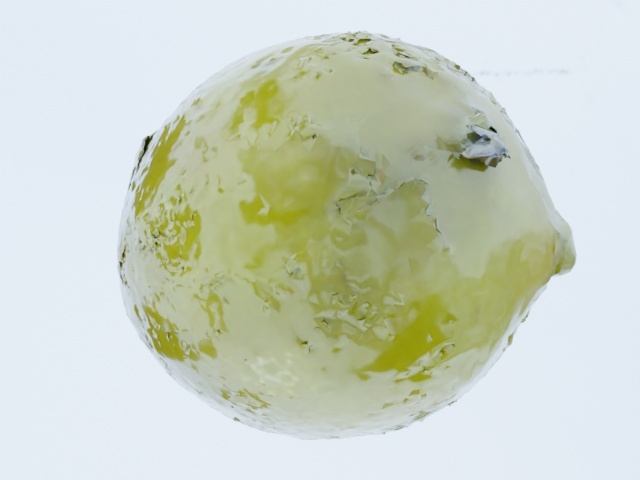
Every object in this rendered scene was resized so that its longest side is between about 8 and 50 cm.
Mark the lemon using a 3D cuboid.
[{"bbox_3d":[0.000,0.000,0.453,0.173,0.206,0.173,6,82,-50],"label":"lemon"}]
